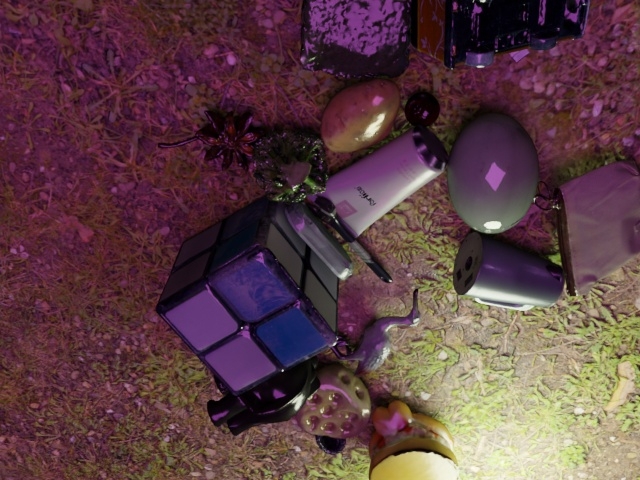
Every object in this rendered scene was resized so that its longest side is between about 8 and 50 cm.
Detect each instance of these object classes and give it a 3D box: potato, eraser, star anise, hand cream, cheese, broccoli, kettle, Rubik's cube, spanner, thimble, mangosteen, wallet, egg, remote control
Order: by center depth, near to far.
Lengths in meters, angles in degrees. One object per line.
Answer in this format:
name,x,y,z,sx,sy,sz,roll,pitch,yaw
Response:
eraser,0.415,-0.428,1.574,0.038,0.019,0.083,-38,112,20
potato,0.083,-0.279,1.600,0.161,0.128,0.235,-4,158,-11
egg,0.386,-0.147,1.630,0.202,0.203,0.283,-3,117,5
mangosteen,0.231,-0.294,1.633,0.080,0.081,0.081,1,120,2
broccoli,-0.068,-0.172,1.670,0.195,0.156,0.196,-1,97,-7
star anise,-0.237,-0.244,1.679,0.233,0.073,0.177,16,129,-25
hand cream,0.133,-0.135,1.695,0.185,0.118,0.358,40,132,-19
wallet,0.654,-0.041,1.709,0.274,0.068,0.335,-26,120,-8
Rubik's cube,-0.160,0.122,1.752,0.318,0.313,0.316,-28,114,17
remote control,0.000,0.000,1.786,0.052,0.104,0.247,-35,119,14
kettle,0.460,0.102,1.812,0.243,0.160,0.211,16,138,-12
spanner,0.078,0.005,1.825,0.316,0.024,0.087,47,152,-26
cheese,0.031,0.457,2.044,0.217,0.117,0.235,-17,115,15
thimble,0.029,0.577,2.140,0.095,0.066,0.104,8,120,-4

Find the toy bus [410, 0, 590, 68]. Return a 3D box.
toy bus,0.345,-0.454,1.410,0.323,0.194,0.162,-17,123,-20

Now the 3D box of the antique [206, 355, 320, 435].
antique,-0.135,0.374,1.892,0.255,0.322,0.185,-27,106,8

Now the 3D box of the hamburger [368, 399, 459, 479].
hamburger,0.248,0.605,2.075,0.261,0.186,0.302,-33,122,21

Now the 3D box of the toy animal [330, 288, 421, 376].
toy animal,0.148,0.265,1.942,0.324,0.090,0.195,-21,116,17

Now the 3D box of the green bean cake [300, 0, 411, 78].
green bean cake,0.079,-0.471,1.507,0.241,0.132,0.255,1,124,-1
